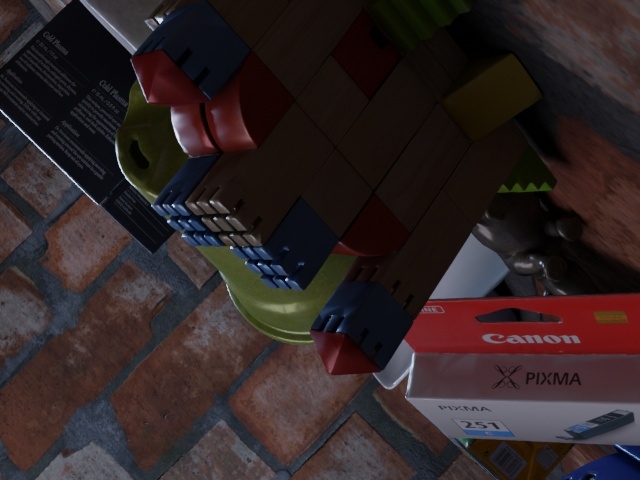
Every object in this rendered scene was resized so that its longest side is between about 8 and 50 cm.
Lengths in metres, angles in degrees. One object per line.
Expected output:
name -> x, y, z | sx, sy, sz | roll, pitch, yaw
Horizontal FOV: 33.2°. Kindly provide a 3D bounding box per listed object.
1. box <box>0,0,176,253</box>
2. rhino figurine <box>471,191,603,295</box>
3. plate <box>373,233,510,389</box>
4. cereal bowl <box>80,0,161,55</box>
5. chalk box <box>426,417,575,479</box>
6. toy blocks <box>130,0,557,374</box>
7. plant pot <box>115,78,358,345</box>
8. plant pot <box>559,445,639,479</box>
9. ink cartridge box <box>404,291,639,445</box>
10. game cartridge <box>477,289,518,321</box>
box -> -0.281, -0.214, 1.644 | 0.343, 0.312, 0.179 | 41, 174, 30
rhino figurine -> 0.206, -0.001, 1.050 | 0.243, 0.073, 0.106 | 45, 170, -22
plate -> 0.073, -0.007, 1.243 | 0.278, 0.045, 0.277 | 51, 134, 15
cereal bowl -> -0.133, -0.231, 1.312 | 0.339, 0.141, 0.339 | 44, 178, 2
chalk box -> 0.331, 0.337, 2.075 | 0.180, 0.179, 0.289 | 45, 175, -19
toy blocks -> -0.009, -0.078, 0.817 | 0.381, 0.261, 0.190 | 47, 155, -26
plant pot -> -0.051, -0.070, 1.039 | 0.276, 0.276, 0.254 | 39, 180, 40
plant pot -> 0.480, 0.431, 1.556 | 0.236, 0.212, 0.236 | 47, 173, -26
ink cartridge box -> 0.230, 0.143, 1.130 | 0.296, 0.066, 0.261 | -3, 150, 28
game cartridge -> 0.185, 0.070, 1.571 | 0.198, 0.062, 0.297 | 37, 177, 32
